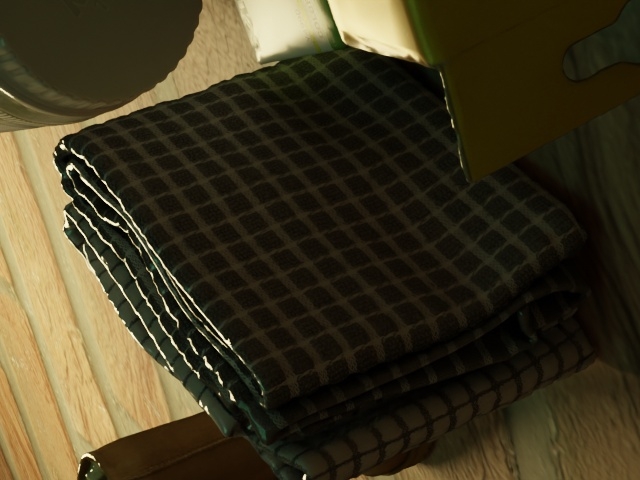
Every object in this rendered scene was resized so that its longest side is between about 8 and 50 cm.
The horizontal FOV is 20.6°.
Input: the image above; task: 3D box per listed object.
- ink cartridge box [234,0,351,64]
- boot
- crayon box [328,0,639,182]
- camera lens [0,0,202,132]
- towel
[{"bbox_3d":[-0.032,-0.209,1.092,0.255,0.097,0.189,1,114,65],"label":"ink cartridge box"},{"bbox_3d":[-0.046,0.151,1.267,0.089,0.269,0.236,58,157,21],"label":"boot"},{"bbox_3d":[0.076,-0.208,0.694,0.081,0.202,0.319,25,137,60],"label":"crayon box"},{"bbox_3d":[-0.249,-0.194,1.379,0.274,0.219,0.219,-1,113,49],"label":"camera lens"},{"bbox_3d":[0.000,0.000,1.061,0.284,0.235,0.121,45,145,40],"label":"towel"}]
